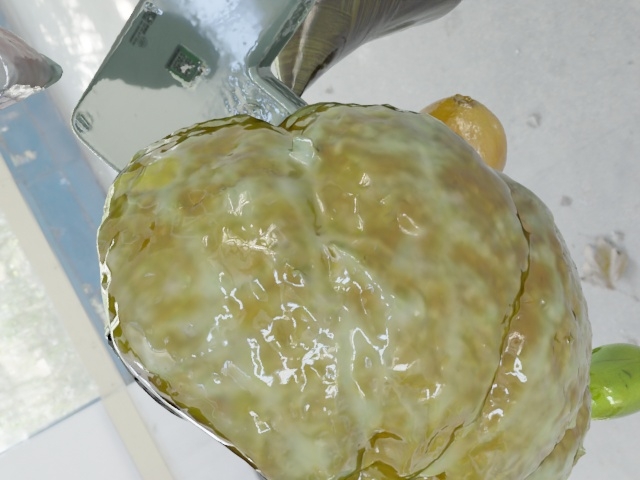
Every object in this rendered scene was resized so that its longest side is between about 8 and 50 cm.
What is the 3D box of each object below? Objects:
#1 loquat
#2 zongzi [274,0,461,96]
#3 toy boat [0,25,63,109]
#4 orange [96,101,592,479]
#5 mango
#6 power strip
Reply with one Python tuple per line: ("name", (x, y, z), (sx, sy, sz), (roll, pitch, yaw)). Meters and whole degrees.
("loquat", (0.234, -0.145, 1.279), (0.187, 0.176, 0.234), (-119, 30, -42))
("zongzi", (0.089, -0.361, 1.187), (0.208, 0.404, 0.431), (-36, 52, 53))
("toy boat", (-0.321, -0.138, 0.578), (0.282, 0.206, 0.096), (-158, 67, -66))
("orange", (0.044, 0.030, 0.468), (0.369, 0.210, 0.271), (30, -166, -28))
("mango", (0.422, 0.205, 1.023), (0.117, 0.163, 0.089), (7, 116, 42))
("power strip", (-0.098, -0.151, 0.677), (0.194, 0.059, 0.265), (40, 110, 0))
